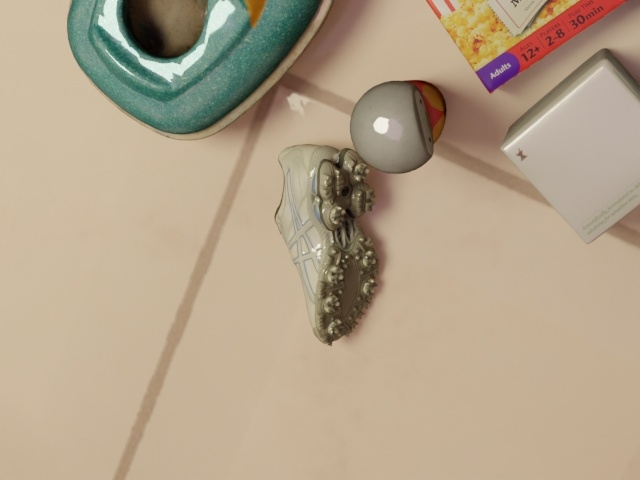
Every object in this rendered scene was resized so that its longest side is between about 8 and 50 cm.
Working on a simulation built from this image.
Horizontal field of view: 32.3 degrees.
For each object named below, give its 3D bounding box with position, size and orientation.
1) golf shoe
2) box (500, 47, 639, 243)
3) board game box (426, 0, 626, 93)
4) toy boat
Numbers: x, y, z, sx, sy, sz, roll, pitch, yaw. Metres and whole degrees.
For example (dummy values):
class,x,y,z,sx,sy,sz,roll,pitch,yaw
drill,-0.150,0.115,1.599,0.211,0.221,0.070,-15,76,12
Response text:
class,x,y,z,sx,sy,sz,roll,pitch,yaw
golf shoe,0.000,0.000,0.930,0.086,0.069,0.176,23,121,42
box,0.207,-0.073,0.833,0.101,0.087,0.102,-41,92,20
board game box,0.135,-0.232,0.830,0.147,0.045,0.193,-35,94,18
toy boat,-0.037,-0.166,0.838,0.318,0.148,0.267,35,110,3
